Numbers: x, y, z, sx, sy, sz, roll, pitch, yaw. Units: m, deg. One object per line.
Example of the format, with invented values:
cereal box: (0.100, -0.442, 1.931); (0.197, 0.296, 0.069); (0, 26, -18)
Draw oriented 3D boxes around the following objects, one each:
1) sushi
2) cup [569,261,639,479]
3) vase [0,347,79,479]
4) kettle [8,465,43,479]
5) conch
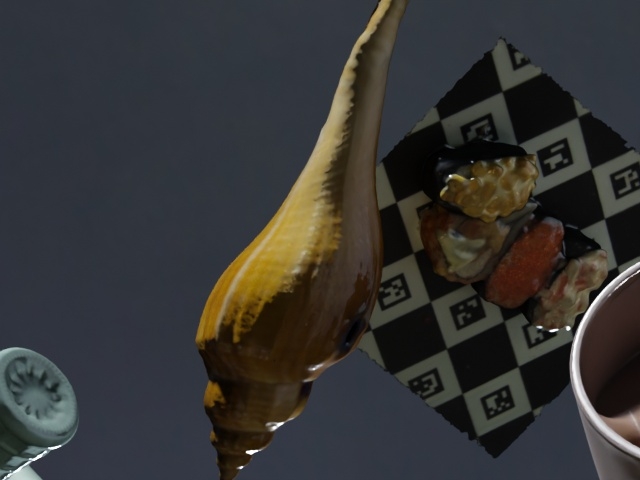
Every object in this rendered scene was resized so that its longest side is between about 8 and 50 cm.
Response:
sushi: (0.147, 0.024, 1.425); (0.290, 0.264, 0.050); (38, -169, -35)
cup: (0.297, 0.116, 1.252); (0.191, 0.253, 0.200); (38, 158, 42)
vase: (-0.380, 0.230, 1.959); (0.143, 0.299, 0.143); (36, -148, -28)
kettle: (-0.409, 0.378, 2.397); (0.318, 0.205, 0.265); (40, 157, 32)
conch: (0.004, 0.002, 1.196); (0.093, 0.330, 0.109); (27, -178, 33)
